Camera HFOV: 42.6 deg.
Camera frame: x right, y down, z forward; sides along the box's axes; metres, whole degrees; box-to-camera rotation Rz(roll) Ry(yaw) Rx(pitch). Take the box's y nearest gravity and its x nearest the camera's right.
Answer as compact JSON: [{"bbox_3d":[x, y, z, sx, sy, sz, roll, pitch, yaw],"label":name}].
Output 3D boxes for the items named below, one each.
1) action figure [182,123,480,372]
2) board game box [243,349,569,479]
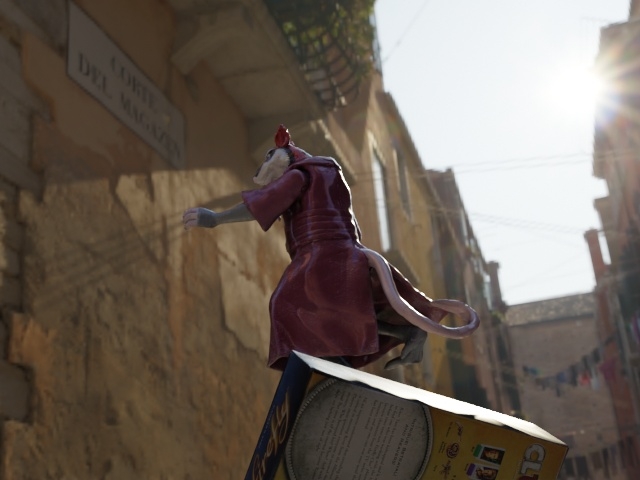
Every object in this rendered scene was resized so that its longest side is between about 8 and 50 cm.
[{"bbox_3d":[0.000,0.000,1.097,0.275,0.370,0.248,-28,-21,38],"label":"action figure"},{"bbox_3d":[0.021,0.201,0.452,0.165,0.243,0.042,20,1,-19],"label":"board game box"}]
